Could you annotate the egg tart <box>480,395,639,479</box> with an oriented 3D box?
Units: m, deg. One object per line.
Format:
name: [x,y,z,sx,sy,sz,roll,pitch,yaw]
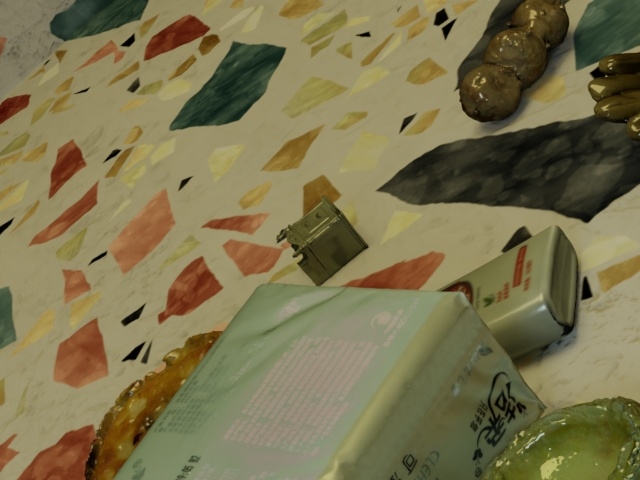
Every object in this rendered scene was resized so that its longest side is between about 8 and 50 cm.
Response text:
egg tart: [0.231,0.221,1.579,0.197,0.078,0.197,-29,27,16]

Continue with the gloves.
gloves: [0.428,-0.234,1.962,0.154,0.141,0.331,-11,45,60]

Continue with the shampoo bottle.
shampoo bottle: [0.141,0.091,1.887,0.284,0.071,0.153,-23,29,24]

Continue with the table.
table: [0.000,0.000,2.203,0.083,0.062,0.079,-40,27,-2]

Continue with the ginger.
ginger: [0.251,-0.233,2.242,0.204,0.080,0.104,-54,-1,-29]

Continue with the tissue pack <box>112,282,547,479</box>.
tissue pack: [-0.025,0.249,1.702,0.331,0.205,0.405,-1,45,50]

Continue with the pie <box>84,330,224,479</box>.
pie: [-0.148,0.235,2.005,0.315,0.092,0.315,-31,32,22]
